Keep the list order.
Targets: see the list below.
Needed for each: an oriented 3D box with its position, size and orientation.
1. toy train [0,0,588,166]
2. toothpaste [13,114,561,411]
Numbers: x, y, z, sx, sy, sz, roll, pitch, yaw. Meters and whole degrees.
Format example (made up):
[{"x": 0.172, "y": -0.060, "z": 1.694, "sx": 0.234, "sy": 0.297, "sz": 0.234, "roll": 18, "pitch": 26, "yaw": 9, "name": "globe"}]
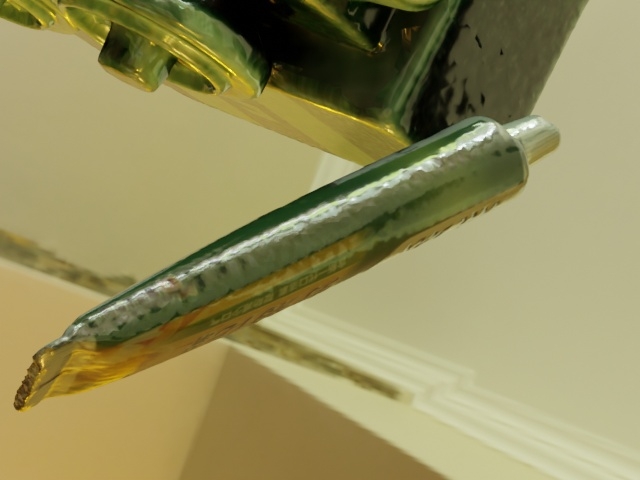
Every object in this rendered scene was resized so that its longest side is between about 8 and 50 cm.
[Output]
[{"x": -0.039, "y": -0.127, "z": 0.536, "sx": 0.299, "sy": 0.238, "sz": 0.167, "roll": 26, "pitch": -93, "yaw": 40, "name": "toy train"}, {"x": 0.000, "y": 0.000, "z": 0.378, "sx": 0.031, "sy": 0.204, "sz": 0.049, "roll": 58, "pitch": -32, "yaw": 11, "name": "toothpaste"}]
